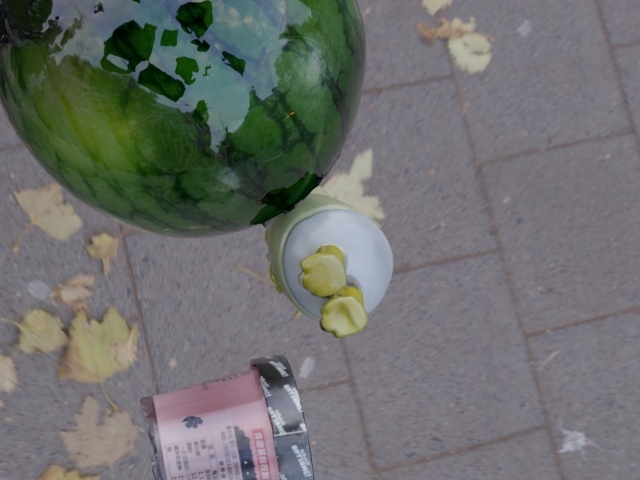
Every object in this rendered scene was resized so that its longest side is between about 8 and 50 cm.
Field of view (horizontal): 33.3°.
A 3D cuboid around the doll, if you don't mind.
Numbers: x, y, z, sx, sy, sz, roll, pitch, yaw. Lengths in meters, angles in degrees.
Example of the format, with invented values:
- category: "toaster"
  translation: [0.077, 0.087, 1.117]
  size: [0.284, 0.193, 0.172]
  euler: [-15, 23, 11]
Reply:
- category: "doll"
  translation: [-0.011, 0.007, 1.134]
  size: [0.117, 0.296, 0.141]
  euler: [-34, 111, -7]

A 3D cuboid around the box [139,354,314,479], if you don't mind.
- category: "box"
  translation: [-0.083, 0.183, 0.916]
  size: [0.135, 0.151, 0.151]
  euler: [-9, 81, -12]

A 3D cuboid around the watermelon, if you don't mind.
- category: "watermelon"
  translation: [-0.123, -0.171, 0.979]
  size: [0.363, 0.363, 0.363]
  euler: [2, 79, -8]
